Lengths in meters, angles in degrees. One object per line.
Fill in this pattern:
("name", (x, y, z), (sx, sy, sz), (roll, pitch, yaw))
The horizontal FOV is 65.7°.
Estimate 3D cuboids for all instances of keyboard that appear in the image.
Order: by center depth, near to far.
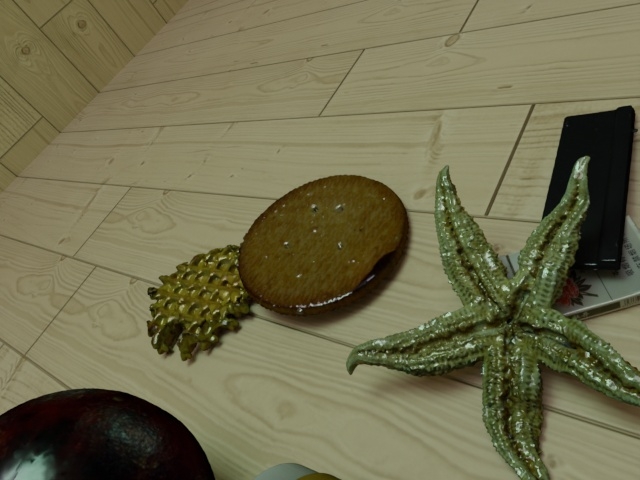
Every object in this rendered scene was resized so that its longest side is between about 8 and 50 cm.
("keyboard", (0.355, -0.079, 0.652), (0.100, 0.018, 0.310), (-3, 44, 37))

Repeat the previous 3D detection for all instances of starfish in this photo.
("starfish", (0.218, 0.081, 0.537), (0.347, 0.078, 0.358), (39, 94, 39))

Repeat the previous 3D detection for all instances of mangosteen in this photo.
("mangosteen", (-0.253, 0.321, 0.496), (0.306, 0.306, 0.359), (-41, 14, -4))

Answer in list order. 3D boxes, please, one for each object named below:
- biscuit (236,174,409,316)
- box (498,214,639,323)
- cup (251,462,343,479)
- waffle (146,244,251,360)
("biscuit", (0.000, 0.000, 0.825), (0.305, 0.038, 0.305), (-14, 44, 14))
("box", (0.293, 0.047, 0.598), (0.198, 0.029, 0.109), (-21, 43, 18))
("cup", (0.019, 0.337, 0.431), (0.226, 0.185, 0.241), (8, 88, 46))
("waffle", (-0.215, 0.101, 0.895), (0.231, 0.051, 0.229), (-34, 38, 2))
